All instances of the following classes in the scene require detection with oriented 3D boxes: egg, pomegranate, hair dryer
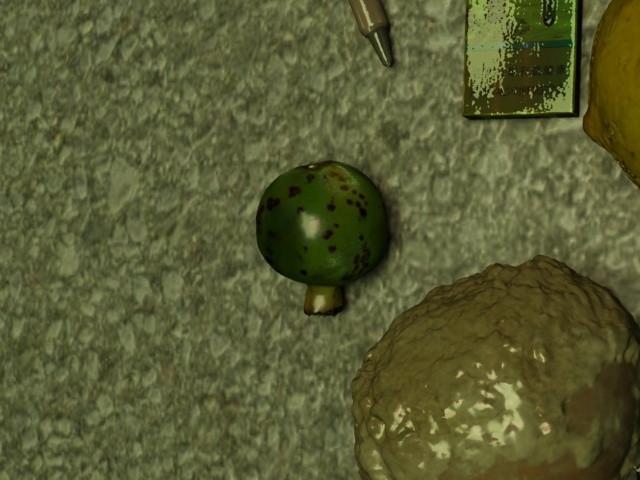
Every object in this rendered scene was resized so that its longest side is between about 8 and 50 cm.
[{"bbox_3d":[0.168,0.165,1.192,0.279,0.279,0.310,35,75,22],"label":"egg"},{"bbox_3d":[0.001,-0.003,1.349,0.143,0.122,0.169,3,84,-4],"label":"pomegranate"},{"bbox_3d":[0.019,-0.292,1.408,0.195,0.053,0.220,-10,89,24],"label":"hair dryer"}]

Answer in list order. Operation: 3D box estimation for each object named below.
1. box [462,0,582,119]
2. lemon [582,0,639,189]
[{"bbox_3d":[0.212,-0.225,1.319,0.121,0.030,0.193,1,87,24],"label":"box"},{"bbox_3d":[0.383,-0.154,1.113,0.310,0.258,0.258,-32,74,16],"label":"lemon"}]
